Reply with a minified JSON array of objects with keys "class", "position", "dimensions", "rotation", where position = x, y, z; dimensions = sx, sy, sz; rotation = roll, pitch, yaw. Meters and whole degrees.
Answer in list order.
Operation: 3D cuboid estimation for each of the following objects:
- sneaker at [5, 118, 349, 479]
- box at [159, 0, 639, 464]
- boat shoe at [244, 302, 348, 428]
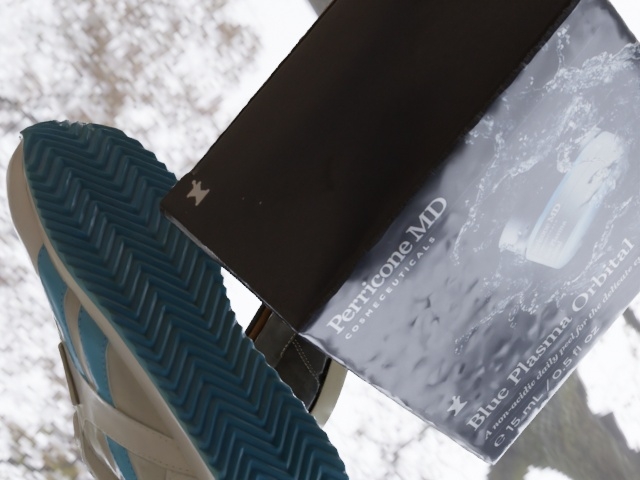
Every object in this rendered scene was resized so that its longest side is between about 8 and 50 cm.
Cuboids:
[{"class":"sneaker","position":[-0.081,0.051,0.731],"dimensions":[0.092,0.087,0.229],"rotation":[-42,-109,42]},{"class":"box","position":[0.053,-0.019,0.629],"dimensions":[0.156,0.158,0.093],"rotation":[-50,-130,2]},{"class":"boat shoe","position":[0.000,0.000,1.045],"dimensions":[0.079,0.084,0.233],"rotation":[19,-97,-5]}]
